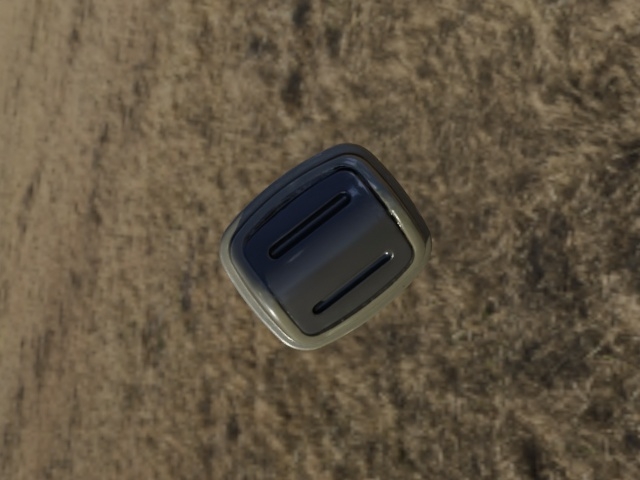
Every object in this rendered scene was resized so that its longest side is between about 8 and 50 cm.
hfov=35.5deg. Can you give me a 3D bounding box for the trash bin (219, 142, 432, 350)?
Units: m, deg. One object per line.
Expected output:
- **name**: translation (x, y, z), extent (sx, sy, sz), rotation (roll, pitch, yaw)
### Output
- **trash bin**: translation (0.000, 0.000, 1.147), extent (0.209, 0.182, 0.290), rotation (-39, 8, 0)
